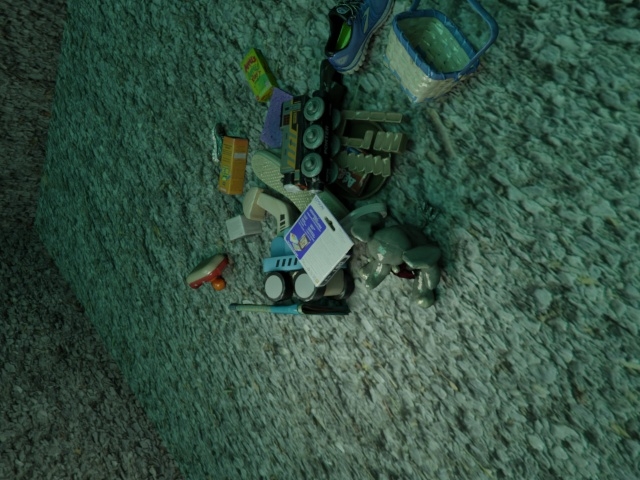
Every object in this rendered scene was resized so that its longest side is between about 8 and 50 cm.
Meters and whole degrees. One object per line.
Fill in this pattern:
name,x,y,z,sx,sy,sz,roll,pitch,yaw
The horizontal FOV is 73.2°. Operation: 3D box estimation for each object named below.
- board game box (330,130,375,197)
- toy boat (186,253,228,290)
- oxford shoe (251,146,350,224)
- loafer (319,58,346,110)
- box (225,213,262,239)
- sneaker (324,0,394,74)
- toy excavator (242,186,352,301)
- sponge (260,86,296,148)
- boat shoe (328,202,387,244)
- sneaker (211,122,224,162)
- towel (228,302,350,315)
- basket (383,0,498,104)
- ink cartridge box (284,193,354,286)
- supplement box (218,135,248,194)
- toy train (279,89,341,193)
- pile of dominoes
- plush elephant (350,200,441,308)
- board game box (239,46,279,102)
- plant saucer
board game box,0.055,-0.278,1.448,0.281,0.027,0.145,39,120,28
toy boat,-0.495,0.167,1.961,0.231,0.151,0.151,-22,112,39
oxford shoe,-0.045,-0.189,1.527,0.449,0.130,0.169,39,139,12
loafer,0.041,-0.498,1.438,0.078,0.080,0.220,3,99,39
box,-0.317,-0.057,1.784,0.102,0.101,0.087,-17,86,39
sneaker,0.112,-0.681,1.298,0.130,0.147,0.330,30,103,31
toy excavator,-0.104,0.001,1.584,0.433,0.222,0.445,-7,80,37
sponge,-0.157,-0.459,1.636,0.117,0.031,0.210,35,117,30
boat shoe,0.101,-0.027,1.390,0.277,0.098,0.096,-27,61,3
sneaker,-0.418,-0.418,1.844,0.076,0.065,0.166,5,104,21
towel,-0.118,0.246,1.572,0.370,0.271,0.040,-5,79,40
basket,0.303,-0.528,1.126,0.255,0.201,0.289,62,159,12
ink cartridge box,0.000,0.000,1.318,0.206,0.045,0.208,55,127,23
supplement box,-0.364,-0.312,1.797,0.078,0.080,0.233,22,113,37
toy train,-0.042,-0.310,1.380,0.190,0.142,0.334,-1,84,34
pile of dominoes,0.149,-0.305,1.354,0.251,0.040,0.196,17,93,38
plush elephant,0.218,0.046,1.273,0.272,0.255,0.330,32,116,31
board game box,-0.237,-0.638,1.663,0.092,0.043,0.181,-35,75,37
plant saucer,0.121,-0.273,1.438,0.278,0.041,0.278,8,103,38
